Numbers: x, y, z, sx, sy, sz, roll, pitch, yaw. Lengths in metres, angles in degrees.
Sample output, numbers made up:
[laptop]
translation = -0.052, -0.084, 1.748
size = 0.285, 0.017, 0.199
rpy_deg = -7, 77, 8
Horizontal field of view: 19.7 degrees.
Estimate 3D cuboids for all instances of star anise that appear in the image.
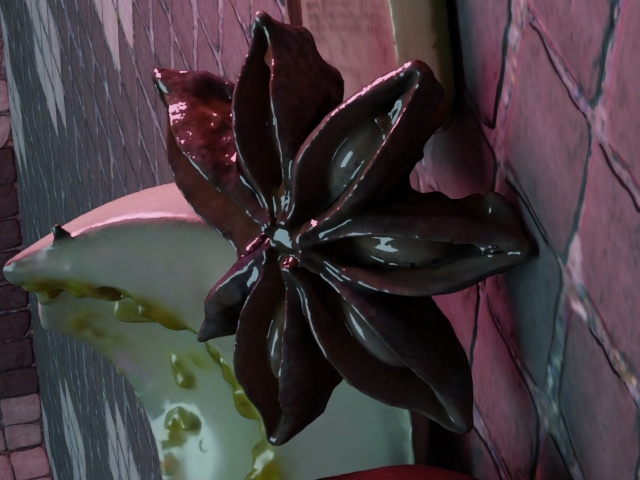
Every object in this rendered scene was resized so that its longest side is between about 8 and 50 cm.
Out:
[star anise]
translation = 0.012, -0.004, 0.858
size = 0.197, 0.073, 0.212
rpy_deg = 2, 105, 36

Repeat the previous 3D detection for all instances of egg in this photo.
[egg]
translation = -0.033, 0.071, 1.032
size = 0.271, 0.206, 0.162
rpy_deg = 59, -158, -11

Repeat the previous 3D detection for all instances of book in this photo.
[book]
translation = 0.001, -0.236, 0.935
size = 0.239, 0.035, 0.352
rpy_deg = -144, 44, -73

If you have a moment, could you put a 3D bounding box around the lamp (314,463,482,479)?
[lamp]
translation = 0.034, 0.192, 0.851
size = 0.258, 0.180, 0.180
rpy_deg = 152, 107, -71
